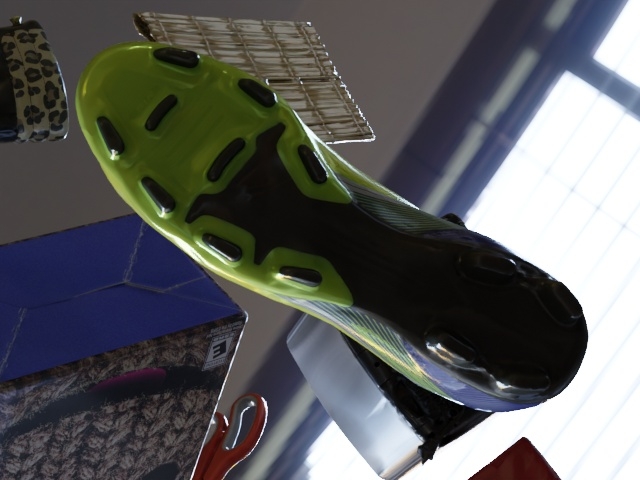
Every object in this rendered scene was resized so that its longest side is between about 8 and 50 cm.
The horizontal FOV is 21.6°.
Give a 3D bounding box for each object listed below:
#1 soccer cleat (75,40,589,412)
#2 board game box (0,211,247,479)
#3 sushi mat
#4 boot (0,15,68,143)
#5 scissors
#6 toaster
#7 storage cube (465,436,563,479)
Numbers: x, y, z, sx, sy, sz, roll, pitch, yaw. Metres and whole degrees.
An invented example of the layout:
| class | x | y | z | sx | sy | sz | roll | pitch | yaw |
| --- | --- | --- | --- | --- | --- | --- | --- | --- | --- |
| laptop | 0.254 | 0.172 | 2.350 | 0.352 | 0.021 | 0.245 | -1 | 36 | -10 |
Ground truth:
| class | x | y | z | sx | sy | sz | roll | pitch | yaw |
| --- | --- | --- | --- | --- | --- | --- | --- | --- | --- |
| soccer cleat | 0.000 | 0.001 | 0.848 | 0.093 | 0.289 | 0.121 | -61 | 6 | -12 |
| board game box | -0.220 | 0.148 | 1.314 | 0.232 | 0.141 | 0.291 | -15 | -42 | -40 |
| sushi mat | -0.058 | -0.155 | 1.634 | 0.019 | 0.151 | 0.316 | -33 | -11 | 28 |
| boot | -0.292 | -0.132 | 1.168 | 0.178 | 0.236 | 0.085 | -11 | -42 | -25 |
| scissors | -0.129 | 0.276 | 1.836 | 0.021 | 0.109 | 0.297 | 61 | -154 | -28 |
| toaster | 0.081 | 0.093 | 1.389 | 0.186 | 0.168 | 0.110 | -28 | -15 | -34 |
| storage cube | 0.126 | 0.302 | 1.319 | 0.193 | 0.183 | 0.215 | -34 | -16 | -22 |
